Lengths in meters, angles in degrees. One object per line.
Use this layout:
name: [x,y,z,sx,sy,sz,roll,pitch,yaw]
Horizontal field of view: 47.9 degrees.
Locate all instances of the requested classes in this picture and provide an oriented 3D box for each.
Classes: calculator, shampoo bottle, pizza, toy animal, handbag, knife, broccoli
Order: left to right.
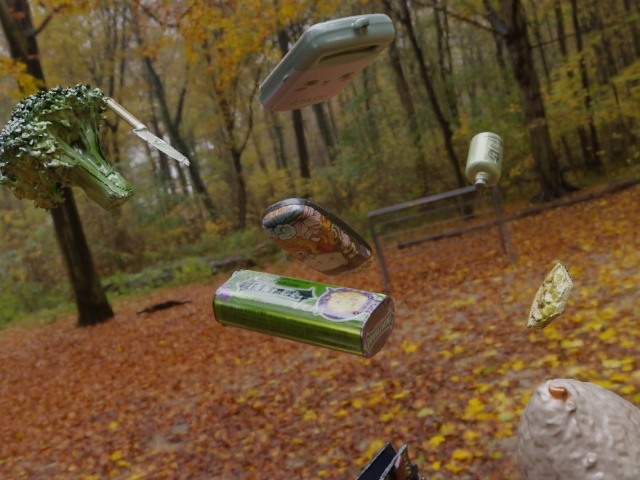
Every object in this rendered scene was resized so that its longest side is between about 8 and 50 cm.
broccoli: [-0.345,-0.115,1.005,0.194,0.194,0.219,-14,6,8]
knife: [-0.355,-0.218,1.451,0.298,0.017,0.047,37,20,26]
calculator: [0.004,-0.248,1.014,0.141,0.045,0.246,-18,-6,-29]
handbag: [0.184,0.742,1.908,0.122,0.303,0.329,-3,24,42]
shampoo bottle: [0.371,-0.171,1.638,0.079,0.079,0.162,-13,38,31]
pizza: [0.476,0.115,1.497,0.036,0.160,0.099,28,-10,-8]
toy animal: [0.351,0.302,0.886,0.188,0.358,0.226,-32,34,12]

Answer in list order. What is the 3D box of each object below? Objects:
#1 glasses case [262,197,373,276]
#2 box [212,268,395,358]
glasses case: [0.000,0.000,1.560,0.122,0.082,0.321,-23,-35,26]
box: [-0.038,0.139,1.397,0.346,0.097,0.134,8,32,30]
